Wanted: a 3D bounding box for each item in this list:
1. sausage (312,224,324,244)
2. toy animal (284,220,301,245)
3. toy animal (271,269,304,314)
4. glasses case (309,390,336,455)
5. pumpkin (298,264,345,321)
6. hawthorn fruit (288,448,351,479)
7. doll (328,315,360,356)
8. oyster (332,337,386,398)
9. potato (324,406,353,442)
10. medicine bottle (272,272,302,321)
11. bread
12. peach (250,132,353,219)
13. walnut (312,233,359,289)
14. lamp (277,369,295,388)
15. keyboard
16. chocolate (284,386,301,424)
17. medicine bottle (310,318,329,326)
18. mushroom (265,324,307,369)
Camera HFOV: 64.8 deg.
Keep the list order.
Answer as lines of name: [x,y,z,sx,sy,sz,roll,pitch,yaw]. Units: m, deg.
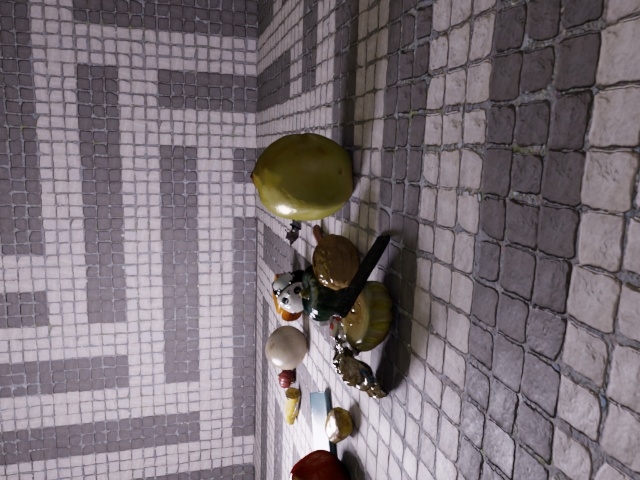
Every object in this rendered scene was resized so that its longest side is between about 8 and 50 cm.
sausage: [0.000,0.000,1.987,0.186,0.043,0.043,-112,26,-52]
toy animal: [-0.139,-0.024,2.428,0.105,0.070,0.202,-51,-12,-25]
toy animal: [-0.119,0.228,2.242,0.138,0.166,0.179,44,-170,-44]
glasses case: [0.019,0.726,1.968,0.105,0.056,0.265,-23,66,47]
pumpkin: [0.001,0.183,1.787,0.212,0.152,0.211,-36,49,55]
hawthorn fruit: [-0.017,0.856,1.767,0.215,0.250,0.215,41,144,38]
doll: [0.084,0.292,1.613,0.192,0.095,0.149,-115,35,-59]
oyster: [0.102,0.378,1.422,0.222,0.083,0.214,51,174,-11]
potato: [0.063,0.631,1.729,0.170,0.080,0.107,112,154,-43]
medicine bottle: [-0.159,0.277,2.428,0.222,0.112,0.149,-111,26,-50]
bread: [0.135,0.212,1.401,0.213,0.105,0.213,-168,90,-72]
peach: [-0.057,-0.205,1.693,0.314,0.316,0.281,51,153,45]
walnut: [0.049,0.064,1.633,0.155,0.156,0.183,129,132,-66]
lamp: [-0.171,0.696,2.543,0.101,0.090,0.101,13,-90,-75]
keyboard: [0.112,0.097,1.389,0.262,0.016,0.106,-59,13,-11]
chocolate: [-0.140,0.821,2.481,0.085,0.086,0.219,-114,24,-54]
medicine bottle: [-0.007,0.226,2.010,0.171,0.052,0.200,-161,69,-73]
mushroom: [-0.143,0.498,2.321,0.204,0.205,0.204,179,90,-74]
